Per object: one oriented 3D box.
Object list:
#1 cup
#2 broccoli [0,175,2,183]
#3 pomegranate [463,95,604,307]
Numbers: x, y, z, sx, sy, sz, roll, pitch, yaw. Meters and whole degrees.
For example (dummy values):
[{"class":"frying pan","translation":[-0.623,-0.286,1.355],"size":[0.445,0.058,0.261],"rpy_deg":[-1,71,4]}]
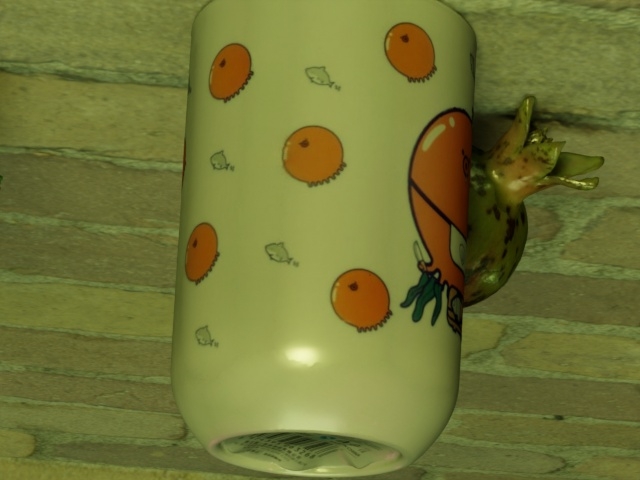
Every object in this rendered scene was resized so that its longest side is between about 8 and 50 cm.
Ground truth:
[{"class":"cup","translation":[0.000,0.000,1.405],"size":[0.212,0.317,0.212],"rpy_deg":[3,161,1]},{"class":"broccoli","translation":[-0.382,-0.040,1.519],"size":[0.269,0.241,0.261],"rpy_deg":[-28,135,3]},{"class":"pomegranate","translation":[0.125,-0.021,1.588],"size":[0.220,0.156,0.156],"rpy_deg":[-13,155,29]}]
